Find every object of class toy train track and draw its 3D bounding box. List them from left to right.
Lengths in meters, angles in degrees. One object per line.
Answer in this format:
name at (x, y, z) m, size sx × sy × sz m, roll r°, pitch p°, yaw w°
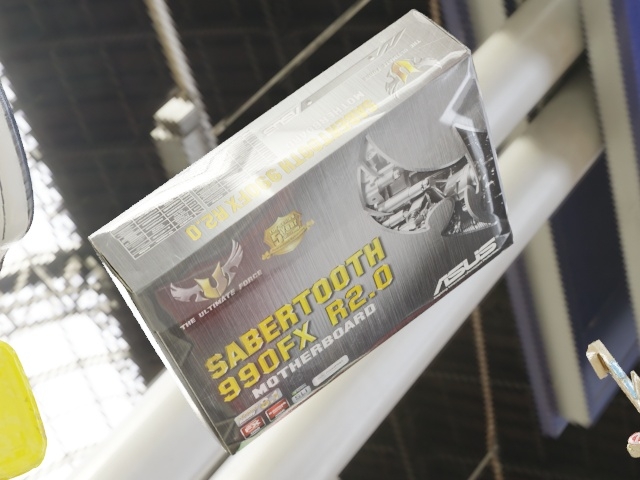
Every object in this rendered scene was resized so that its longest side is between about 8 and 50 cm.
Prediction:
toy train track at (0.103, 0.058, 0.476) m, size 0.048 × 0.014 × 0.083 m, roll 59°, pitch 4°, yaw -24°

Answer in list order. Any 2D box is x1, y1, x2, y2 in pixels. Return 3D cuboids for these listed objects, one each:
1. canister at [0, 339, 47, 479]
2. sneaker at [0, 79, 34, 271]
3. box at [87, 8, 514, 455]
canister at (-0.291, 0.153, 1.272) m, size 0.170 × 0.073 × 0.126 m, roll 148°, pitch -78°, yaw -74°
sneaker at (-0.226, -0.012, 0.661) m, size 0.086 × 0.163 × 0.226 m, roll 67°, pitch -27°, yaw 17°
box at (0.000, 0.000, 0.838) m, size 0.056 × 0.231 × 0.183 m, roll 45°, pitch -15°, yaw 36°
